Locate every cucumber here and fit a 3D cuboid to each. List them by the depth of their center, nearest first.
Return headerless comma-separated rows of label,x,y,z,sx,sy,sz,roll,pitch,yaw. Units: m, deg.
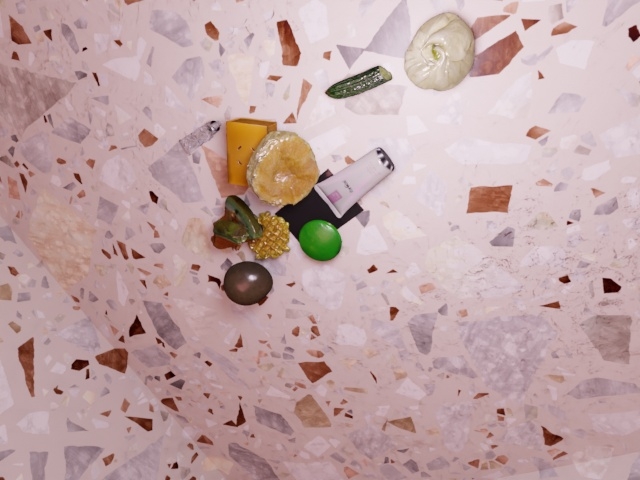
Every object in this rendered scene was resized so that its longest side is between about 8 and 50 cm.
cucumber,0.145,-0.610,1.677,0.265,0.077,0.077,-15,108,26

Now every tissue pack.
tissue pack,-0.294,-0.386,1.880,0.194,0.145,0.274,12,118,14

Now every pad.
pad,-0.013,-0.132,1.983,0.367,0.007,0.247,-37,99,29

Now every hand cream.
hand cream,0.147,-0.253,1.821,0.359,0.118,0.185,-35,101,32
hand cream,-0.545,-0.487,1.970,0.257,0.050,0.084,-24,103,32

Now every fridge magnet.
fridge magnet,0.000,0.000,1.986,0.208,0.088,0.208,7,115,15

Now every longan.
longan,-0.360,0.216,2.143,0.248,0.248,0.248,7,116,15

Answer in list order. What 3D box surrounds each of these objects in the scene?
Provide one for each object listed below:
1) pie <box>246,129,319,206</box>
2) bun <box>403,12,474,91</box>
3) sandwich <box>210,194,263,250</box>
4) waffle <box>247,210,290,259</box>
pie,-0.154,-0.295,1.816,0.339,0.083,0.339,-13,121,-23
bun,0.422,-0.654,1.514,0.259,0.160,0.259,6,115,12
sandwich,-0.441,-0.054,2.038,0.301,0.162,0.250,-38,78,39
waffle,-0.258,-0.024,2.078,0.238,0.059,0.243,-3,110,22
